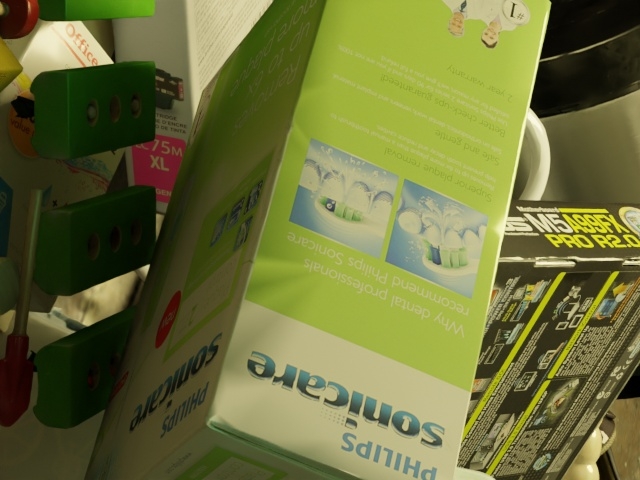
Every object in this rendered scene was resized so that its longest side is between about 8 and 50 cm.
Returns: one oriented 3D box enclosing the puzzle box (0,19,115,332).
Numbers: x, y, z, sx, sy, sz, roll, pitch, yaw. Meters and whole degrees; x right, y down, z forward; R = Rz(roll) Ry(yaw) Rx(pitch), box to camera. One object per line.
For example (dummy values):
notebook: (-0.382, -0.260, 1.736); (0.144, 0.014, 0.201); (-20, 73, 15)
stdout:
puzzle box: (-0.252, -0.161, 0.908); (0.409, 0.052, 0.272); (48, 53, -49)

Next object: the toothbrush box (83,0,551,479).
toothbrush box: (-0.006, 0.015, 0.863); (0.122, 0.206, 0.283); (22, 61, -16)

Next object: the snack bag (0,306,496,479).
snack bag: (-0.097, 0.217, 0.909); (0.037, 0.323, 0.342); (78, 34, -61)

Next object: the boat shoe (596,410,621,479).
boat shoe: (0.248, 0.188, 1.718); (0.103, 0.092, 0.285); (-48, 131, -47)

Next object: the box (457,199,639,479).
box: (0.089, 0.098, 1.061); (0.216, 0.060, 0.270); (0, 127, -43)

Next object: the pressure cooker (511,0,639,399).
pressure cooker: (0.241, -0.074, 1.423); (0.370, 0.375, 0.420); (-62, 140, -40)

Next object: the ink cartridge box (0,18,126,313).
ink cartridge box: (-0.161, -0.065, 0.954); (0.104, 0.061, 0.181); (54, 48, -47)

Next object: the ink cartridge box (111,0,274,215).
ink cartridge box: (-0.072, -0.188, 1.099); (0.186, 0.065, 0.311); (-62, 161, -46)

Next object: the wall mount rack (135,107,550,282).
wall mount rack: (0.000, 0.000, 1.117); (0.350, 0.130, 0.304); (-38, 114, -4)

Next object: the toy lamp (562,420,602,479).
toy lamp: (0.184, 0.135, 1.218); (0.080, 0.080, 0.275); (-3, 98, -59)

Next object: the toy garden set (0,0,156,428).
toy garden set: (-0.143, -0.028, 0.860); (0.204, 0.049, 0.244); (-25, 118, -70)
